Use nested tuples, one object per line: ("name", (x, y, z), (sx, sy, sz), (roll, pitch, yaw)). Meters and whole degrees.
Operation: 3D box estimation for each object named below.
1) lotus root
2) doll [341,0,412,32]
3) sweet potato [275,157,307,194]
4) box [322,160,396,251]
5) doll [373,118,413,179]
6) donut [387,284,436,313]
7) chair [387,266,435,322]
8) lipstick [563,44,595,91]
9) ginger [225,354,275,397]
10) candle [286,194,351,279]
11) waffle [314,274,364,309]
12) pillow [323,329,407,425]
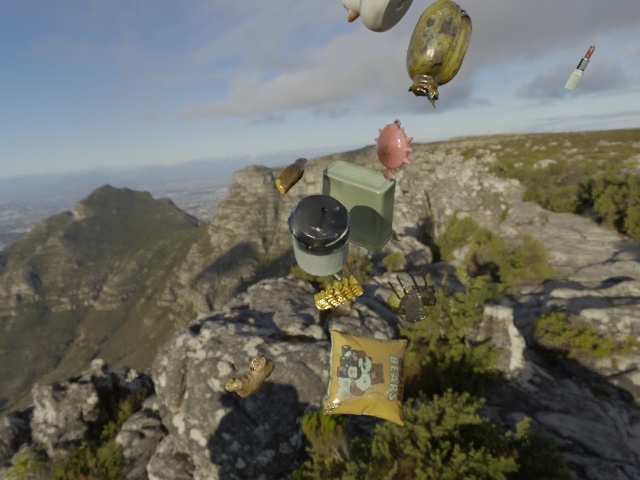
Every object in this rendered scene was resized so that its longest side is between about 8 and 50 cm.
("lotus root", (0.287, -0.467, 1.108), (0.154, 0.277, 0.154), (15, 1, 0))
("doll", (0.178, -0.798, 1.391), (0.251, 0.221, 0.221), (-50, -15, 32))
("sweet potato", (-0.106, -0.274, 1.734), (0.077, 0.077, 0.243), (2, 42, 31))
("box", (0.178, -0.171, 2.111), (0.352, 0.343, 0.177), (23, 46, 26))
("doll", (0.298, -0.374, 1.814), (0.093, 0.261, 0.211), (-22, 35, -32))
("donut", (0.497, 0.327, 2.340), (0.273, 0.107, 0.272), (-10, -28, -5))
("chair", (0.400, 0.239, 1.895), (0.174, 0.212, 0.149), (-24, -8, 29))
("lipstick", (0.634, -0.420, 1.063), (0.025, 0.107, 0.025), (32, 39, 21))
("ginger", (-0.266, 0.533, 1.673), (0.074, 0.137, 0.213), (6, 28, 37))
("candle", (0.000, 0.000, 1.595), (0.222, 0.221, 0.342), (-6, -30, -3))
("waffle", (0.073, 0.238, 1.970), (0.230, 0.057, 0.219), (-27, -26, 3))
("pillow", (0.171, 0.490, 1.589), (0.313, 0.309, 0.119), (13, -29, -13))
